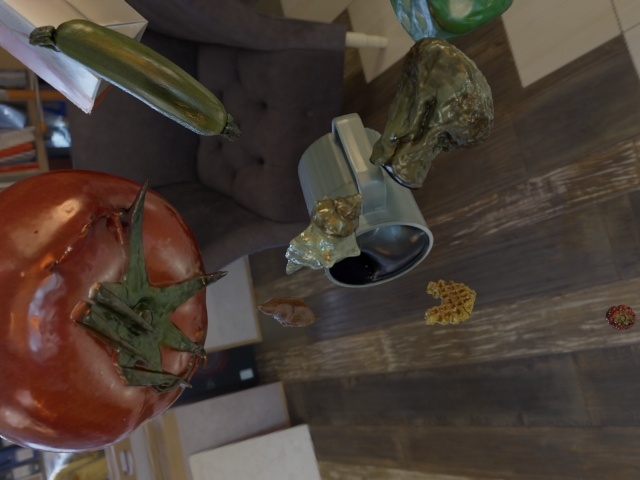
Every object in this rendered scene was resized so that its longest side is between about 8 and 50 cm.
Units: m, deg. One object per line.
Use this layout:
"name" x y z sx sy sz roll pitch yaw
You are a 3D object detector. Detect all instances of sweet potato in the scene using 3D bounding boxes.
"sweet potato" -0.078 0.150 1.329 0.068 0.226 0.068 -9 73 31

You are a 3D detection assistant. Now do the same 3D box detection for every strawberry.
"strawberry" 0.791 0.205 1.629 0.073 0.083 0.073 -4 77 19

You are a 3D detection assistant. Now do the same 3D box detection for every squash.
"squash" -0.251 -0.231 0.872 0.080 0.318 0.071 -55 16 33

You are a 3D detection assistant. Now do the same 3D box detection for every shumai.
"shumai" 0.191 -0.230 1.160 0.222 0.203 0.272 45 162 43

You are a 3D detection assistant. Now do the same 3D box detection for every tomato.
"tomato" -0.225 0.062 0.578 0.224 0.256 0.256 7 104 30

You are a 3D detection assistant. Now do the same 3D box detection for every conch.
"conch" 0.008 0.004 1.118 0.114 0.137 0.234 41 109 19

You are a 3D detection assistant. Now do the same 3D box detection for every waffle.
"waffle" 0.358 0.177 1.735 0.149 0.194 0.051 1 121 26

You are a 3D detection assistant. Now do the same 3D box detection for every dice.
"dice" 0.358 -0.749 1.741 0.300 0.297 0.287 62 175 -23

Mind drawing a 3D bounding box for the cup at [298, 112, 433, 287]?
"cup" 0.076 -0.097 1.461 0.256 0.331 0.311 -31 55 19

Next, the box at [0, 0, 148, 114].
"box" -0.481 -0.389 1.173 0.143 0.225 0.341 -56 20 -15
